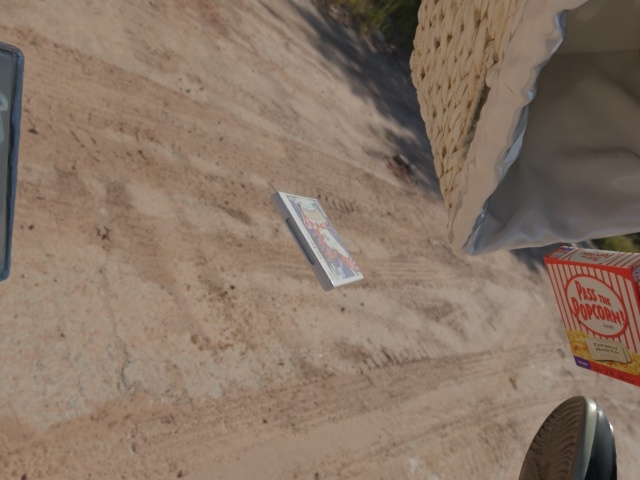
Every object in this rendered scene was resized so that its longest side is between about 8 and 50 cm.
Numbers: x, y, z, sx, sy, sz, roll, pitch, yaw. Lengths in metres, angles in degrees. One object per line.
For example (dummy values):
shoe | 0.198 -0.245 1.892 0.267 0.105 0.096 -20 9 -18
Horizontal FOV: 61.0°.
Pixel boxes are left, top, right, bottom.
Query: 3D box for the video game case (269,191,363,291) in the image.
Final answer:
video game case | 0.000 0.000 0.967 0.183 0.023 0.201 59 15 9

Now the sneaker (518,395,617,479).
sneaker | 0.227 0.249 0.440 0.118 0.083 0.222 24 64 -1

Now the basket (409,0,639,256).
basket | 0.270 -0.185 0.476 0.328 0.331 0.266 85 -2 -61

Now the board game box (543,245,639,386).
board game box | 0.417 0.108 0.782 0.147 0.045 0.193 8 -58 67

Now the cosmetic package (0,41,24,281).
cosmetic package | -0.315 -0.052 0.242 0.296 0.129 0.153 10 10 10
